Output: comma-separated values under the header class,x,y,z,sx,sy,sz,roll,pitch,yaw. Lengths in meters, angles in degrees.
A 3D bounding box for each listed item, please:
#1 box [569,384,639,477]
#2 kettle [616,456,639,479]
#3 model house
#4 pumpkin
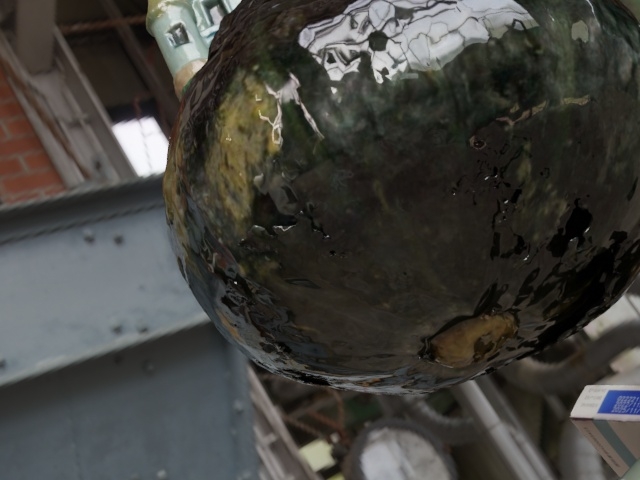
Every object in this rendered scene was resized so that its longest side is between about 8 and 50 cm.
class,x,y,z,sx,sy,sz,roll,pitch,yaw
box,0.509,0.328,1.544,0.200,0.343,0.065,-9,38,56
kettle,0.406,0.244,1.080,0.165,0.240,0.255,32,-67,-30
model house,-0.084,-0.281,1.435,0.267,0.325,0.194,-24,-29,-4
pumpkin,0.083,-0.049,1.001,0.454,0.344,0.454,-6,-38,-5
